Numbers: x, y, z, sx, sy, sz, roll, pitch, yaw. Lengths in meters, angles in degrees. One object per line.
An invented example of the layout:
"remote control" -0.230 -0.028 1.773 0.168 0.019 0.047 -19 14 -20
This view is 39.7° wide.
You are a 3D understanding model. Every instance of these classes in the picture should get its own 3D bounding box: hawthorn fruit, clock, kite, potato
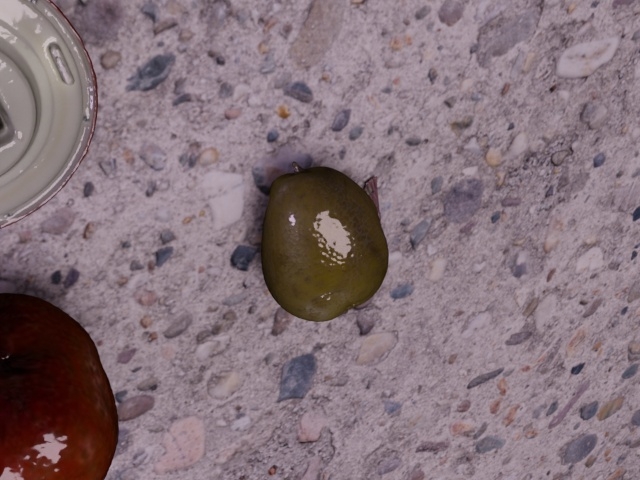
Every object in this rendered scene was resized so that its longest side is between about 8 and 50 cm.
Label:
"hawthorn fruit" -0.375 0.224 1.063 0.295 0.295 0.312 -21 125 -19
"clock" -0.397 -0.141 0.946 0.318 0.080 0.319 -16 127 -23
"kite" 0.042 -0.043 1.328 0.152 0.005 0.137 26 105 -40
"potato" 0.000 0.000 1.232 0.174 0.159 0.251 -28 123 -22
